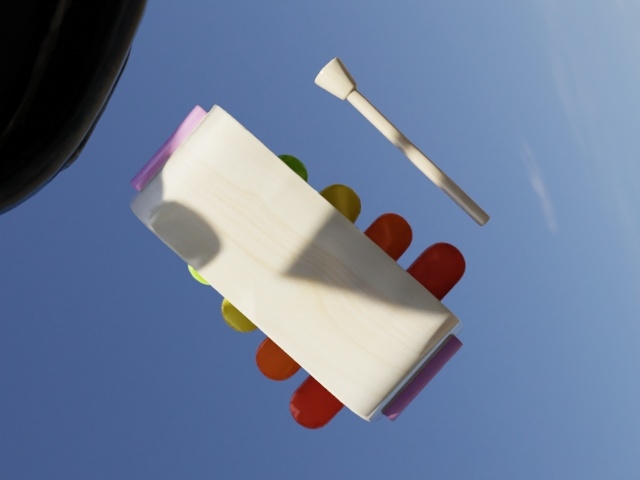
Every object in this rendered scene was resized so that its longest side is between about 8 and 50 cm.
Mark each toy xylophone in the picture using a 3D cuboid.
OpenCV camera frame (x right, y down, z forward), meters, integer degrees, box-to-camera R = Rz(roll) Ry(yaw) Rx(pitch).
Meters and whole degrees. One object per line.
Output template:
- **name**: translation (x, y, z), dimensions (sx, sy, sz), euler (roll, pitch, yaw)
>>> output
- **toy xylophone**: translation (0.000, 0.000, 0.801), dimensions (0.322, 0.236, 0.081), euler (50, -179, 1)

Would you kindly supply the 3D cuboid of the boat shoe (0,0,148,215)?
- **boat shoe**: translation (-0.100, -0.233, 0.344), dimensions (0.187, 0.500, 0.156), euler (11, -167, -40)
